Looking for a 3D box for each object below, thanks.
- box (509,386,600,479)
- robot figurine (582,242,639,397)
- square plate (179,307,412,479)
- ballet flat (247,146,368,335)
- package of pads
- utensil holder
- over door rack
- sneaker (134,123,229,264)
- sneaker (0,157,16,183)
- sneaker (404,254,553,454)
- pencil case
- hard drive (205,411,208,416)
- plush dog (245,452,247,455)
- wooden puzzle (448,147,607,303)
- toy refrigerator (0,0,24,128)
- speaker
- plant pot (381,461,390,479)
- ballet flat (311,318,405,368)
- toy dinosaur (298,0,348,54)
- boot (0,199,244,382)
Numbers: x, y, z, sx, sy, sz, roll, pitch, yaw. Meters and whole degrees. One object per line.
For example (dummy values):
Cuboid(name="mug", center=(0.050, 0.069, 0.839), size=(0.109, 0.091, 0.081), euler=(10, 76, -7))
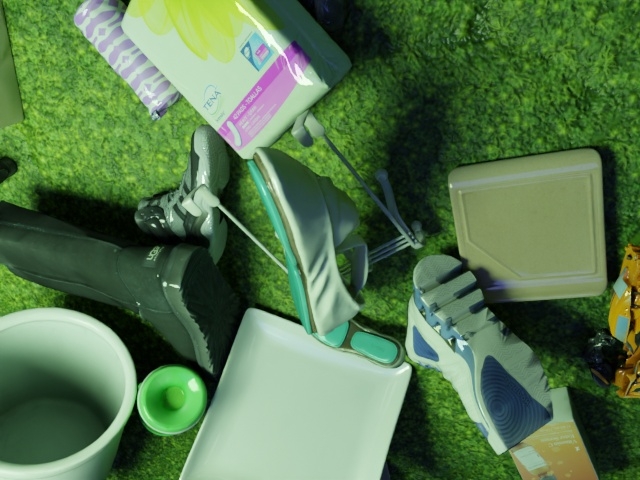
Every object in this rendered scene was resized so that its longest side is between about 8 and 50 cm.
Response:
Cuboid(name="box", center=(0.423, 0.374, 1.040), size=(0.130, 0.091, 0.170), euler=(-21, 109, 24))
Cuboid(name="robot figurine", center=(0.537, 0.141, 0.886), size=(0.211, 0.085, 0.290), euler=(-1, 118, 7))
Cuboid(name="square plate", center=(-0.037, 0.343, 1.056), size=(0.344, 0.347, 0.049), euler=(19, 161, 2))
Cuboid(name="ballet flat", center=(0.000, 0.000, 0.811), size=(0.139, 0.139, 0.400), euler=(4, 143, 14))
Cuboid(name="package of pads", center=(-0.132, -0.285, 0.821), size=(0.296, 0.101, 0.229), euler=(47, 139, -9))
Cuboid(name="utensil holder", center=(-0.565, 0.375, 1.150), size=(0.328, 0.327, 0.385), euler=(28, 135, 0))
Cuboid(name="over door rack", center=(-0.013, -0.052, 0.907), size=(0.240, 0.108, 0.324), euler=(-29, 130, 27))
Cuboid(name="sneaker", center=(-0.247, -0.079, 0.988), size=(0.153, 0.101, 0.268), euler=(10, 121, 7))
Cuboid(name="sneaker", center=(-0.659, -0.115, 1.093), size=(0.170, 0.089, 0.051), euler=(-27, 106, 25))
Cuboid(name="sneaker", center=(0.240, 0.191, 0.941), size=(0.315, 0.128, 0.182), euler=(63, 162, 22))
Cuboid(name="pencil case", center=(-0.303, -0.297, 0.910), size=(0.206, 0.086, 0.088), euler=(53, 146, -12))
Cuboid(name="hard drive", center=(-0.203, 0.453, 1.293), size=(0.094, 0.022, 0.135), euler=(-2, 116, 16))
Cuboid(name="plush dog", center=(-0.015, 0.408, 1.141), size=(0.226, 0.210, 0.262), euler=(-24, 109, 0))
Cuboid(name="wooden puzzle", center=(0.331, -0.018, 0.899), size=(0.221, 0.044, 0.238), euler=(-7, 110, 19))
Cuboid(name="toy refrigerator", center=(-0.608, -0.332, 0.966), size=(0.102, 0.094, 0.269), euler=(10, 119, 10))
Cuboid(name="speaker", center=(-0.300, 0.323, 1.121), size=(0.131, 0.131, 0.296), euler=(35, 155, -3))
Cuboid(name="plant pot", center=(0.088, 0.546, 1.218), size=(0.096, 0.109, 0.109), euler=(0, 117, 29))
Cuboid(name="ballet flat", center=(0.060, 0.183, 1.053), size=(0.213, 0.068, 0.072), euler=(23, 81, 25))
Cuboid(name="toy dinosaur", center=(-0.009, -0.369, 0.802), size=(0.118, 0.064, 0.268), euler=(5, 118, -3))
Cuboid(name="boot", center=(-0.391, 0.105, 1.091), size=(0.446, 0.146, 0.366), euler=(9, 137, 18))
